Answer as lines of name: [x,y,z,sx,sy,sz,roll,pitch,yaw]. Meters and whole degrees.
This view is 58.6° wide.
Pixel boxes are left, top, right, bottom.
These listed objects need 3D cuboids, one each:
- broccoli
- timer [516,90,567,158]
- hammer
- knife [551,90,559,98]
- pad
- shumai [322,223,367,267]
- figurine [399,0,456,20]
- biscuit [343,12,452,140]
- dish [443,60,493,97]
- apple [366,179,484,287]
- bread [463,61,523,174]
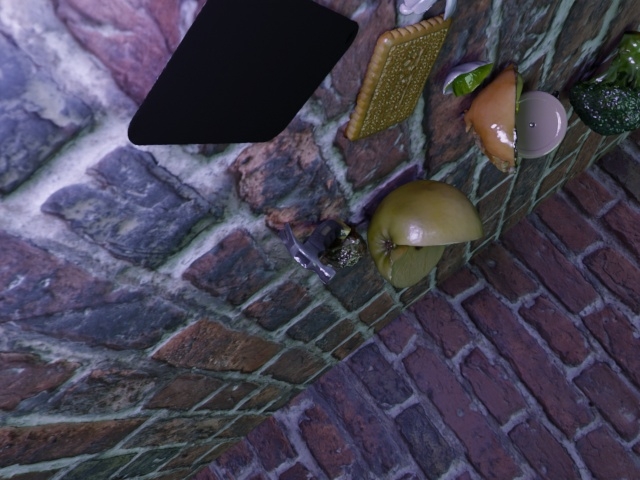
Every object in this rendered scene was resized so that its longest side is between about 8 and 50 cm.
broccoli: [0.905,-0.459,1.712,0.297,0.297,0.298,-6,116,-55]
timer: [0.587,-0.321,1.616,0.175,0.175,0.266,-44,175,17]
hammer: [0.000,0.000,1.331,0.041,0.158,0.226,-49,176,31]
knife: [0.691,-0.406,1.737,0.018,0.031,0.121,-23,149,-36]
pad: [-0.122,-0.217,0.789,0.315,0.063,0.375,-48,168,23]
shumai: [0.062,0.008,1.492,0.123,0.099,0.087,-33,143,-18]
figurine: [0.162,-0.379,0.851,0.082,0.086,0.095,-12,108,-77]
biscuit: [0.141,-0.291,1.059,0.172,0.029,0.255,-28,158,-28]
dish: [0.295,-0.344,1.189,0.137,0.039,0.091,-21,159,-37]
apple: [0.254,-0.034,1.506,0.257,0.234,0.295,-11,155,-33]
bread: [0.416,-0.291,1.381,0.132,0.252,0.174,2,175,22]
